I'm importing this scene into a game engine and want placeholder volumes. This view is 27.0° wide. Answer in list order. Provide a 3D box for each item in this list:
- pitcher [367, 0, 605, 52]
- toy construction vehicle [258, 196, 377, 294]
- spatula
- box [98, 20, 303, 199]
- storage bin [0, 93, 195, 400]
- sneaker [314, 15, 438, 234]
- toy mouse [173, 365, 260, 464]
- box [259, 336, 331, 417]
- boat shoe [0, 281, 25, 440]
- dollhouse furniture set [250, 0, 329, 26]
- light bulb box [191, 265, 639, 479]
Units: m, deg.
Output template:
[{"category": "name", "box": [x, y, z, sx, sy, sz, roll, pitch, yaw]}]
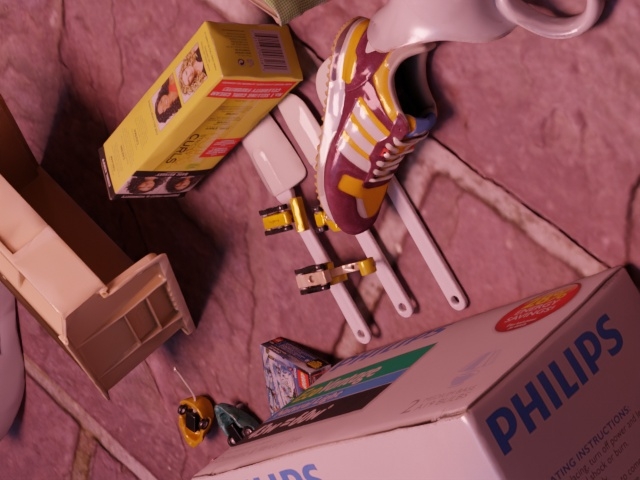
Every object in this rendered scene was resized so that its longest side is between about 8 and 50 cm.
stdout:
[{"category": "pitcher", "box": [0.103, -0.230, 0.903, 0.177, 0.125, 0.207, 5, 131, 20]}, {"category": "toy construction vehicle", "box": [0.000, 0.000, 1.175, 0.098, 0.035, 0.086, -16, 92, 41]}, {"category": "spatula", "box": [0.024, -0.029, 1.172, 0.168, 0.019, 0.242, -26, 96, 44]}, {"category": "box", "box": [-0.112, -0.111, 1.190, 0.232, 0.087, 0.058, -39, 61, 48]}, {"category": "storage bin", "box": [-0.267, -0.001, 1.310, 0.262, 0.123, 0.260, 45, 166, 15]}, {"category": "sneaker", "box": [0.048, -0.082, 1.064, 0.084, 0.069, 0.185, 21, 123, 32]}, {"category": "toy mouse", "box": [-0.092, 0.219, 1.426, 0.143, 0.031, 0.161, 24, 129, 34]}, {"category": "box", "box": [-0.016, 0.171, 1.301, 0.094, 0.027, 0.137, 24, 127, 54]}, {"category": "boat shoe", "box": [-0.445, 0.132, 1.666, 0.102, 0.108, 0.301, 26, 128, 32]}, {"category": "dollhouse furniture set", "box": [-0.053, -0.241, 1.067, 0.151, 0.076, 0.058, 38, 136, 23]}, {"category": "light bulb box", "box": [0.144, 0.262, 1.071, 0.358, 0.225, 0.361, -25, 97, 49]}]
